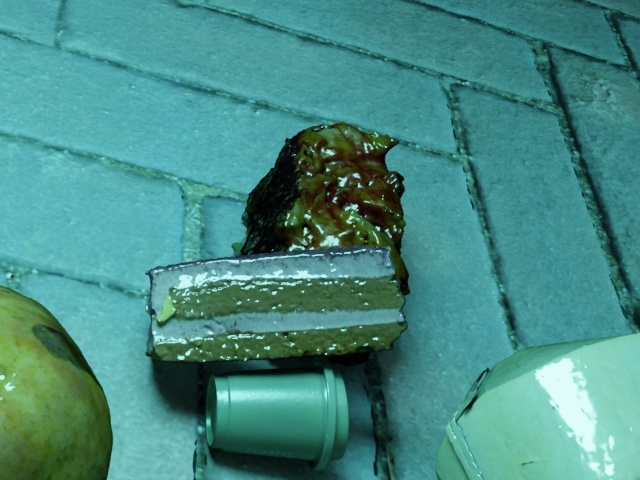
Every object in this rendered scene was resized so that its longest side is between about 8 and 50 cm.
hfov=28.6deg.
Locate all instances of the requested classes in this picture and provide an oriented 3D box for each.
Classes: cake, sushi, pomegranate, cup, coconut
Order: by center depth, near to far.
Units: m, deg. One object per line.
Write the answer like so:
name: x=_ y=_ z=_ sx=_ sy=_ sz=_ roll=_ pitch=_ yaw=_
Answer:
pomegranate: x=-0.319 y=0.164 z=1.054 sx=0.281 sy=0.281 sz=0.281 roll=17 pitch=39 yaw=-15
cake: x=-0.059 y=0.071 z=1.308 sx=0.295 sy=0.116 sz=0.113 roll=-6 pitch=1 yaw=9
coconut: x=0.283 y=0.238 z=1.320 sx=0.323 sy=0.323 sz=0.323 roll=17 pitch=39 yaw=-15
cup: x=-0.049 y=0.184 z=1.326 sx=0.141 sy=0.120 sz=0.120 roll=0 pitch=44 yaw=-12
sushi: x=0.000 y=0.000 z=1.501 sx=0.196 sy=0.182 sz=0.343 roll=11 pitch=38 yaw=-11
